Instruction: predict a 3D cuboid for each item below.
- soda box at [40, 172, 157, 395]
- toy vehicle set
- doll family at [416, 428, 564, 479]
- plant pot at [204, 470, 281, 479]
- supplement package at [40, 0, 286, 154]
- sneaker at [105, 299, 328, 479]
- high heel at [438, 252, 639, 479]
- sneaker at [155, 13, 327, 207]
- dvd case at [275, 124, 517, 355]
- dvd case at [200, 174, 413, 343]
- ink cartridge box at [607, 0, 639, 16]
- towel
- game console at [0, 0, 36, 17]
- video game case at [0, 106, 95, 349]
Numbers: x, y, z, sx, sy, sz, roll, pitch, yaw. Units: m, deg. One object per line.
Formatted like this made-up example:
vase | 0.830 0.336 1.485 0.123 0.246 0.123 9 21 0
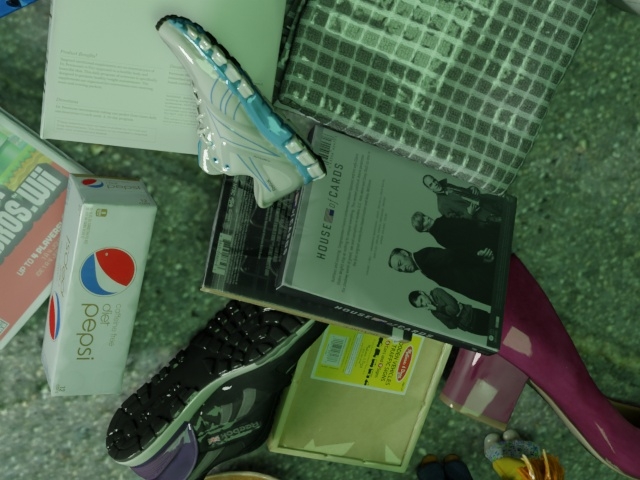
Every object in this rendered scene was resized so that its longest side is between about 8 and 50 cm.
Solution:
soda box | -0.220 0.045 1.012 0.074 0.069 0.216 2 118 -27
toy vehicle set | 0.055 0.123 1.139 0.166 0.035 0.267 14 106 -17
doll family | 0.185 0.290 1.159 0.263 0.163 0.118 -13 112 -7
plant pot | -0.081 0.425 1.137 0.237 0.237 0.254 -22 129 -4
supplement package | -0.141 -0.194 0.920 0.194 0.149 0.203 5 108 -15
sneaker | -0.085 0.156 1.100 0.283 0.107 0.124 -39 126 8
high heel | 0.326 0.156 1.170 0.377 0.127 0.181 20 97 -23
sneaker | -0.080 -0.099 0.852 0.083 0.071 0.191 -38 114 8
dvd case | 0.084 0.000 1.048 0.238 0.029 0.179 18 67 -15
dvd case | 0.000 0.000 1.042 0.221 0.018 0.164 16 67 -16
ink cartridge box | 0.258 -0.376 0.954 0.306 0.131 0.226 29 100 -22
towel | 0.101 -0.193 0.990 0.283 0.121 0.235 19 103 -18
game console | -0.333 -0.303 0.801 0.173 0.293 0.250 -9 91 -47
video game case | -0.357 -0.041 0.975 0.285 0.025 0.204 38 98 -29
